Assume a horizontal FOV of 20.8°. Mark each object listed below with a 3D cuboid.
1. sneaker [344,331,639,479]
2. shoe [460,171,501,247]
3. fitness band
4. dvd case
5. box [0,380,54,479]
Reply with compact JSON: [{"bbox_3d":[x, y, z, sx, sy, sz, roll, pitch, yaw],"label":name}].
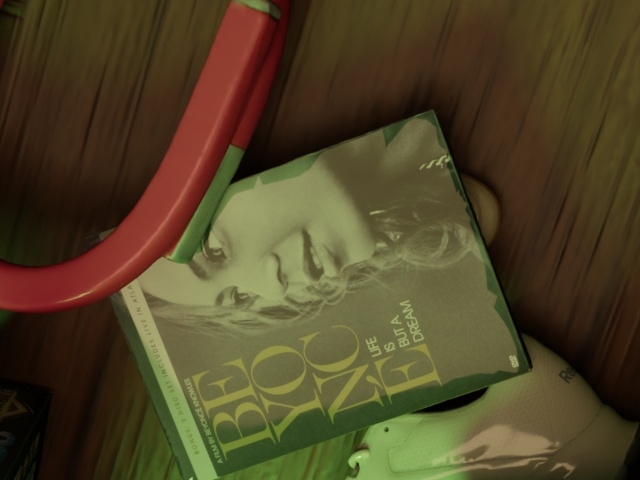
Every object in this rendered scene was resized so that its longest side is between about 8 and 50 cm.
[{"bbox_3d":[0.056,0.173,1.078,0.297,0.111,0.129,-41,84,8],"label":"sneaker"},{"bbox_3d":[0.000,0.000,1.051,0.219,0.058,0.076,-6,103,10],"label":"shoe"},{"bbox_3d":[-0.138,-0.098,1.005,0.209,0.054,0.291,25,91,17],"label":"fitness band"},{"bbox_3d":[-0.008,0.036,1.021,0.221,0.018,0.164,-20,98,11],"label":"dvd case"},{"bbox_3d":[-0.237,0.265,1.030,0.073,0.295,0.293,10,106,-1],"label":"box"}]
